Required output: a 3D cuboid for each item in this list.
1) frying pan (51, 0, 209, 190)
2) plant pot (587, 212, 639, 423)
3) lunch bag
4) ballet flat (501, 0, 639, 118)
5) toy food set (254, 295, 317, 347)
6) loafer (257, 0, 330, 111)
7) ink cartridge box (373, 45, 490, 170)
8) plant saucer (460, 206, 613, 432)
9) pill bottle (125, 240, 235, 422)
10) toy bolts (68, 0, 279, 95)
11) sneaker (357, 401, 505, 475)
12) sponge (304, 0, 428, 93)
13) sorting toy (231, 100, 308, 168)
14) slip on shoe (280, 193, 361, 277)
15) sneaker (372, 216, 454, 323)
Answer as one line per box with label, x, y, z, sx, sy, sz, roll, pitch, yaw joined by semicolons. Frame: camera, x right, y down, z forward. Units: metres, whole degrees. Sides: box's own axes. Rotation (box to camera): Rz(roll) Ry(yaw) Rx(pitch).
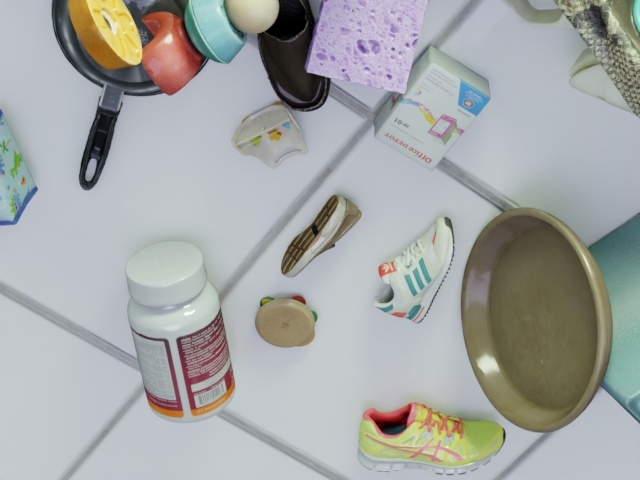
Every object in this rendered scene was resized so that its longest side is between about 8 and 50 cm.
frying pan;-0.260;-0.211;1.680;0.197;0.053;0.326;37;114;-19
plant pot;0.455;0.128;1.753;0.248;0.252;0.247;-37;114;22
lunch bag;-0.447;-0.084;1.742;0.151;0.096;0.129;-2;127;20
ballet flat;0.306;-0.268;1.573;0.483;0.164;0.182;47;137;-17
toy food set;-0.046;0.108;1.892;0.083;0.020;0.083;5;123;-1
loafer;-0.042;-0.237;1.633;0.080;0.078;0.220;-12;122;9
ink cartridge box;0.132;-0.156;1.696;0.088;0.052;0.122;29;121;-16
plant saucer;0.267;0.097;1.749;0.041;0.278;0.278;-4;128;-31
pill bottle;-0.184;0.119;1.844;0.121;0.121;0.221;-4;123;5
toy bolts;-0.148;-0.261;1.505;0.158;0.218;0.228;-25;134;17
sneaker;0.150;0.265;1.954;0.208;0.081;0.094;-5;121;5
sponge;0.064;-0.279;1.589;0.117;0.031;0.210;13;102;-8
sorting toy;-0.055;-0.122;1.733;0.083;0.045;0.075;-25;126;17
slip on shoe;0.000;0.000;1.808;0.041;0.051;0.135;25;115;-28
sneaker;0.117;0.036;1.818;0.075;0.057;0.161;12;126;-13
